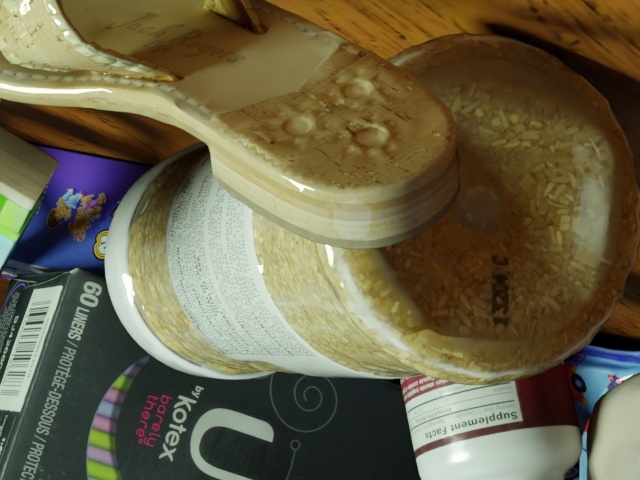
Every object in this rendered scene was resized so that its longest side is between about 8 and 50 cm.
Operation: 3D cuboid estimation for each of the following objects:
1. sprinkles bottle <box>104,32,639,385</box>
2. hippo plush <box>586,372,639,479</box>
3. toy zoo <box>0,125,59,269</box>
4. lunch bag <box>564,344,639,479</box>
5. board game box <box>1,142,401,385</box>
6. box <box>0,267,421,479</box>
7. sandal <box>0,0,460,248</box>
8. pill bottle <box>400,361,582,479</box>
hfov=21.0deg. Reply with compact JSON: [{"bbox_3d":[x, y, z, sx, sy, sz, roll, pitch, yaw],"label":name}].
[{"bbox_3d":[0.000,0.000,0.735,0.121,0.121,0.355,20,170,-16],"label":"sprinkles bottle"},{"bbox_3d":[0.303,0.135,0.879,0.294,0.234,0.236,29,-151,30],"label":"hippo plush"},{"bbox_3d":[-0.265,-0.036,1.006,0.192,0.030,0.293,31,156,-8],"label":"toy zoo"},{"bbox_3d":[0.204,0.140,1.219,0.221,0.138,0.293,20,180,-27],"label":"lunch bag"},{"bbox_3d":[-0.053,0.026,1.118,0.347,0.078,0.233,11,169,34],"label":"board game box"},{"bbox_3d":[-0.069,0.136,1.028,0.270,0.165,0.143,21,169,-22],"label":"box"},{"bbox_3d":[-0.055,-0.083,0.547,0.240,0.088,0.079,28,142,33],"label":"sandal"},{"bbox_3d":[0.085,0.079,0.886,0.086,0.152,0.086,-10,165,-3],"label":"pill bottle"}]
